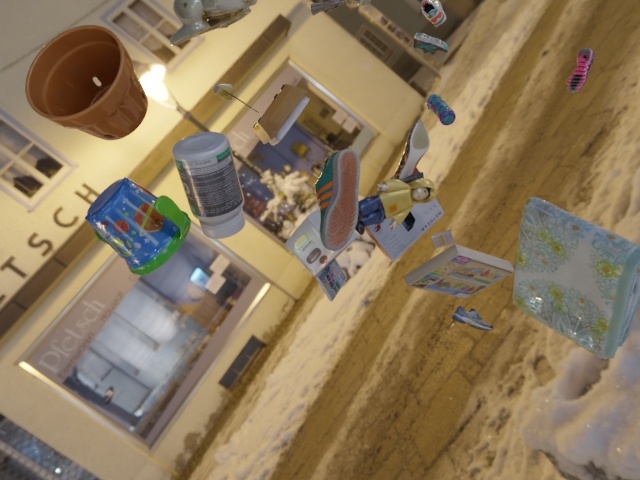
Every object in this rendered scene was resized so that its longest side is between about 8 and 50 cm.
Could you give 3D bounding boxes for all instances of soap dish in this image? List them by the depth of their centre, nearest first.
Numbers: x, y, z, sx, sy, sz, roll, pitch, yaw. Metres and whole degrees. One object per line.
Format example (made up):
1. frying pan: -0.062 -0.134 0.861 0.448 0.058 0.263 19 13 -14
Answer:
1. soap dish: -0.167 -0.505 1.989 0.228 0.118 0.291 -55 15 -2

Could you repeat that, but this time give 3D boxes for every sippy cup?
1. sippy cup: -0.541 -0.054 1.435 0.305 0.224 0.240 -38 32 8

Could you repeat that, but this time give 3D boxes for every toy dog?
1. toy dog: -0.382 -0.841 1.441 0.285 0.407 0.395 -37 22 -28

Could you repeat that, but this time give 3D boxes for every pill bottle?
1. pill bottle: -0.398 -0.197 1.818 0.204 0.204 0.360 -60 -31 -47

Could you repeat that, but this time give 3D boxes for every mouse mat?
1. mouse mat: -0.309 -0.524 1.809 0.007 0.153 0.189 -56 31 10

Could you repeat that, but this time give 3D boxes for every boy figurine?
1. boy figurine: 0.231 -0.113 1.551 0.285 0.177 0.092 -21 34 -8

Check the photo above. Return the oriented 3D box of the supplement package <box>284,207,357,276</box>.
1. supplement package: 0.000 0.000 2.028 0.149 0.194 0.203 -37 -9 -48

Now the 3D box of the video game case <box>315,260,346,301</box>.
1. video game case: 0.049 0.166 2.174 0.019 0.157 0.143 3 45 40

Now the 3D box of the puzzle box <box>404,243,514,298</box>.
1. puzzle box: 0.579 0.138 2.030 0.272 0.409 0.052 -40 50 37

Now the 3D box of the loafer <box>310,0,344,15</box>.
1. loafer: 0.026 -0.836 1.767 0.045 0.125 0.039 -47 -46 -64

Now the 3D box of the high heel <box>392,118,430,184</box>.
1. high heel: 0.329 -0.322 1.886 0.186 0.093 0.261 160 118 -64

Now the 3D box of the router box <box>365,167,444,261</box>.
1. router box: 0.355 -0.121 2.196 0.335 0.301 0.082 -44 33 -4

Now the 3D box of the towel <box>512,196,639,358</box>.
1. towel: 0.656 0.104 1.289 0.090 0.374 0.320 -28 41 -22

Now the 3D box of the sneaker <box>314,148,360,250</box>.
1. sneaker: 0.041 -0.116 1.460 0.121 0.108 0.302 -2 76 58

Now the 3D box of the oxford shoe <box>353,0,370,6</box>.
1. oxford shoe: 0.145 -0.933 1.506 0.169 0.130 0.449 139 147 -75

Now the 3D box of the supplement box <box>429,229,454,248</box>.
1. supplement box: 0.557 -0.006 2.255 0.099 0.062 0.036 -16 7 12

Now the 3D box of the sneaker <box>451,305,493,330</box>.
1. sneaker: 0.501 0.252 1.602 0.052 0.135 0.058 90 -158 -78

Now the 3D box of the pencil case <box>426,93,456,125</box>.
1. pencil case: 0.466 -0.508 1.913 0.151 0.070 0.064 -111 22 -46

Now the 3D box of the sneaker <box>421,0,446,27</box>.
1. sneaker: 0.362 -0.775 1.629 0.057 0.075 0.161 -36 46 29

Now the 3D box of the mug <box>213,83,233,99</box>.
1. mug: -0.388 -0.601 1.975 0.078 0.064 0.062 21 104 45

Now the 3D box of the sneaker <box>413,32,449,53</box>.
1. sneaker: 0.491 -0.869 2.206 0.065 0.167 0.076 -57 -12 -47

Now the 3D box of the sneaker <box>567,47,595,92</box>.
1. sneaker: 0.726 -0.467 1.362 0.057 0.047 0.119 -12 -55 -41

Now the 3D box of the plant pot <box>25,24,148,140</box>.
1. plant pot: -0.627 -0.415 1.380 0.290 0.291 0.203 -53 -20 -7
